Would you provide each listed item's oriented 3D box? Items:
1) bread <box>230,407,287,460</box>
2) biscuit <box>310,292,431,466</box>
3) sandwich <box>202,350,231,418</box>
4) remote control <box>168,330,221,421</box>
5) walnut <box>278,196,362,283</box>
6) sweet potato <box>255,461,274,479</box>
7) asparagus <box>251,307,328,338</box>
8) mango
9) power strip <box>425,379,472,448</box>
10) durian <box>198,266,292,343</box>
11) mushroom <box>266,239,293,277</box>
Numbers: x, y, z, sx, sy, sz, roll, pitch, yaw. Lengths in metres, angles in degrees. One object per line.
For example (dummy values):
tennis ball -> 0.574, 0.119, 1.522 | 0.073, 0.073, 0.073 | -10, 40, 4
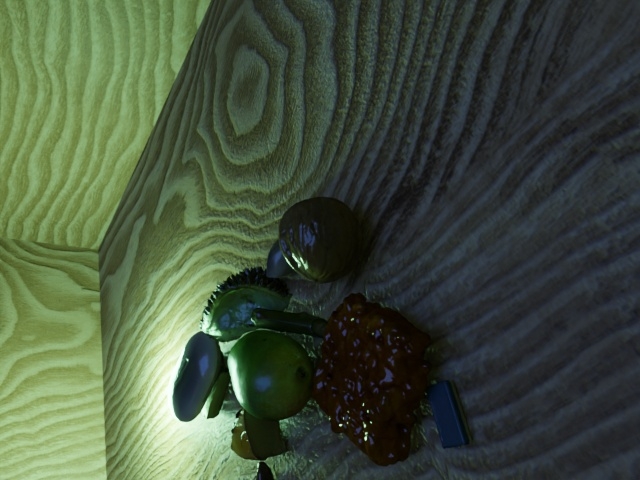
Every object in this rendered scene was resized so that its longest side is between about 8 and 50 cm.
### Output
bread -> -0.190, 0.549, 1.296 | 0.169, 0.140, 0.160 | -24, 69, 46
biscuit -> 0.103, 0.296, 0.997 | 0.318, 0.110, 0.312 | 28, 106, 59
sandwich -> -0.417, 0.507, 1.647 | 0.245, 0.063, 0.212 | 24, 97, 50
remote control -> -0.449, 0.479, 1.561 | 0.221, 0.103, 0.332 | 34, 103, 46
walnut -> 0.000, 0.000, 1.133 | 0.228, 0.227, 0.228 | -15, 70, 48
sweet potato -> -0.156, 0.783, 1.231 | 0.097, 0.097, 0.292 | -45, 48, 35
asparagus -> -0.093, 0.235, 1.263 | 0.277, 0.060, 0.068 | -3, 90, 39
mango -> -0.155, 0.370, 1.238 | 0.381, 0.201, 0.226 | 1, 80, 55
power strip -> 0.254, 0.345, 0.872 | 0.056, 0.032, 0.123 | -37, 54, 40
durian -> -0.263, 0.209, 1.459 | 0.394, 0.163, 0.198 | -33, 97, 22
mushroom -> -0.105, 0.011, 1.348 | 0.116, 0.093, 0.225 | -124, 48, -67
